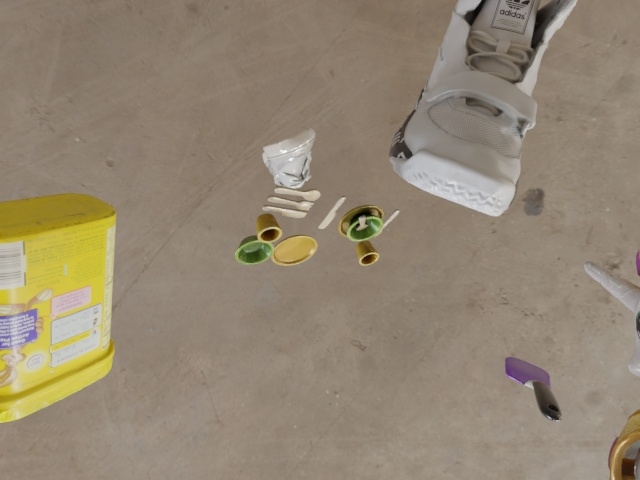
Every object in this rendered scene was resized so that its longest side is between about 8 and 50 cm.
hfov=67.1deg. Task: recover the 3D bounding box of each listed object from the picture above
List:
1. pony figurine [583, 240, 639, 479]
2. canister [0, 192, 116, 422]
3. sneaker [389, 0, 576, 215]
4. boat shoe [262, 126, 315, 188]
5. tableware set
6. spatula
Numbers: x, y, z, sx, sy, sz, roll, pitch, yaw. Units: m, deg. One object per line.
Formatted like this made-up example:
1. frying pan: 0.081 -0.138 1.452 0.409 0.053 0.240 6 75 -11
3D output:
1. pony figurine: 0.274 0.150 0.235 0.302 0.351 0.364 33 72 -30
2. canister: -0.242 0.052 0.421 0.073 0.126 0.170 24 114 26
3. sneaker: 0.179 -0.184 0.528 0.137 0.366 0.210 20 122 4
4. boat shoe: -0.038 -0.097 0.613 0.066 0.184 0.063 -27 98 -15
5. tableware set: 0.000 0.000 0.465 0.154 0.024 0.104 8 137 -36
6. spatula: 0.347 0.235 0.776 0.084 0.296 0.030 23 93 16
